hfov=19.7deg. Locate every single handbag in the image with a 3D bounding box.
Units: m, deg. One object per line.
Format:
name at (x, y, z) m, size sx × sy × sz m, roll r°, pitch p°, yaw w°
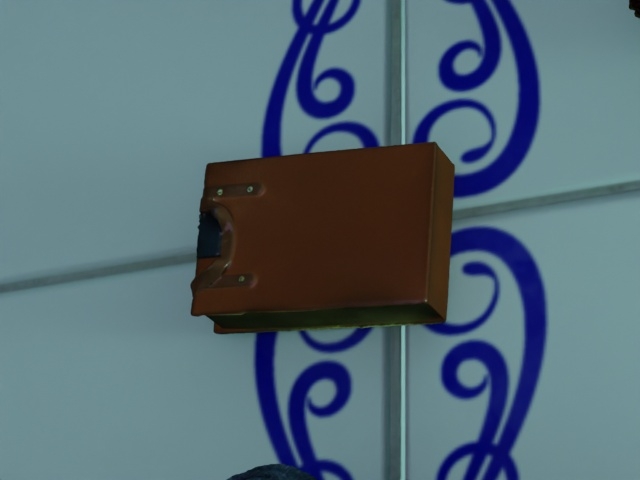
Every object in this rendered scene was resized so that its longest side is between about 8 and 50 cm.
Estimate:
handbag at (0.000, 0.000, 1.355) m, size 0.190 × 0.063 × 0.127 m, roll -4°, pitch 68°, yaw 21°

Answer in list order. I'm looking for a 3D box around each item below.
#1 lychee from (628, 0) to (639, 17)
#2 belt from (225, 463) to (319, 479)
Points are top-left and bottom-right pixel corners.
lychee at (0.280, -0.210, 1.237) m, size 0.188 × 0.188 × 0.188 m, roll -10°, pitch 65°, yaw 23°
belt at (0.007, 0.234, 1.208) m, size 0.122 × 0.128 × 0.218 m, roll -49°, pitch 58°, yaw 0°
